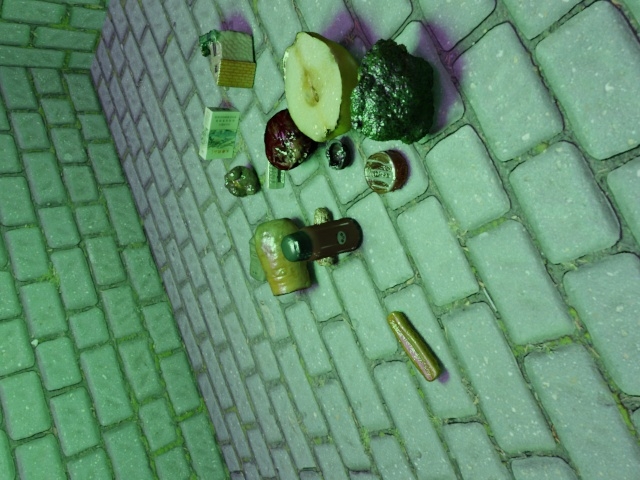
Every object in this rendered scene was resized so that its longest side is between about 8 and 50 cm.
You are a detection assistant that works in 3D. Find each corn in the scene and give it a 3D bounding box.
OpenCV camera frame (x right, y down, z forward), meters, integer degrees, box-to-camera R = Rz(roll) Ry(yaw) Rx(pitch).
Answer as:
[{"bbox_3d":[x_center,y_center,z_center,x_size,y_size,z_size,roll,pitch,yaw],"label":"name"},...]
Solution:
[{"bbox_3d":[0.013,-0.014,1.934,0.086,0.086,0.254,4,100,48],"label":"corn"}]

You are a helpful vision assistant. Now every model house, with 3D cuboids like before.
[{"bbox_3d":[-0.447,-0.828,2.139,0.237,0.202,0.238,6,103,47],"label":"model house"}]

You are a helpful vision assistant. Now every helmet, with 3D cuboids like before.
[{"bbox_3d":[0.075,-0.334,1.789,0.098,0.070,0.123,-13,83,43],"label":"helmet"}]

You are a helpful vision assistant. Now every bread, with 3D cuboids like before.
[{"bbox_3d":[0.232,-0.246,1.636,0.160,0.073,0.161,14,110,45],"label":"bread"}]

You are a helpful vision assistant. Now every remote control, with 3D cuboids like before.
[{"bbox_3d":[-0.210,-0.350,2.088,0.049,0.090,0.230,20,113,45],"label":"remote control"}]

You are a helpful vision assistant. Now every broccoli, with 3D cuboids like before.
[{"bbox_3d":[0.227,-0.461,1.462,0.321,0.303,0.283,-70,21,2],"label":"broccoli"}]

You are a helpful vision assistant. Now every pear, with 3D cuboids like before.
[{"bbox_3d":[0.030,-0.565,1.686,0.340,0.191,0.387,-23,83,54],"label":"pear"}]

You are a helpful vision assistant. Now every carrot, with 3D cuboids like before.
[{"bbox_3d":[-0.170,0.073,2.058,0.224,0.224,0.341,-13,92,49],"label":"carrot"}]

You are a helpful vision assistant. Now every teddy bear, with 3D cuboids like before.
[{"bbox_3d":[-0.401,-0.288,2.294,0.190,0.177,0.140,-38,27,46],"label":"teddy bear"}]

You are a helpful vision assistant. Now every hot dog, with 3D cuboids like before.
[{"bbox_3d":[0.344,0.384,1.688,0.088,0.061,0.286,-49,63,39],"label":"hot dog"}]

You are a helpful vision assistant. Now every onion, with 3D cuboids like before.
[{"bbox_3d":[-0.133,-0.406,1.894,0.281,0.221,0.281,-10,78,60],"label":"onion"}]

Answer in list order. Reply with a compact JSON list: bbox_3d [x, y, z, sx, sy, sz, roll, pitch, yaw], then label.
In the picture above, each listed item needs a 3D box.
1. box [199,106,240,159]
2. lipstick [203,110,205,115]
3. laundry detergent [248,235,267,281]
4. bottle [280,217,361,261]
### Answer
[{"bbox_3d":[-0.513,-0.542,2.318,0.069,0.164,0.257,41,128,33],"label":"box"},{"bbox_3d":[-0.620,-0.625,2.524,0.027,0.027,0.177,5,105,47],"label":"lipstick"},{"bbox_3d":[-0.303,0.068,2.304,0.181,0.091,0.254,18,114,50],"label":"laundry detergent"},{"bbox_3d":[0.000,0.000,1.761,0.144,0.336,0.144,14,109,45],"label":"bottle"}]
